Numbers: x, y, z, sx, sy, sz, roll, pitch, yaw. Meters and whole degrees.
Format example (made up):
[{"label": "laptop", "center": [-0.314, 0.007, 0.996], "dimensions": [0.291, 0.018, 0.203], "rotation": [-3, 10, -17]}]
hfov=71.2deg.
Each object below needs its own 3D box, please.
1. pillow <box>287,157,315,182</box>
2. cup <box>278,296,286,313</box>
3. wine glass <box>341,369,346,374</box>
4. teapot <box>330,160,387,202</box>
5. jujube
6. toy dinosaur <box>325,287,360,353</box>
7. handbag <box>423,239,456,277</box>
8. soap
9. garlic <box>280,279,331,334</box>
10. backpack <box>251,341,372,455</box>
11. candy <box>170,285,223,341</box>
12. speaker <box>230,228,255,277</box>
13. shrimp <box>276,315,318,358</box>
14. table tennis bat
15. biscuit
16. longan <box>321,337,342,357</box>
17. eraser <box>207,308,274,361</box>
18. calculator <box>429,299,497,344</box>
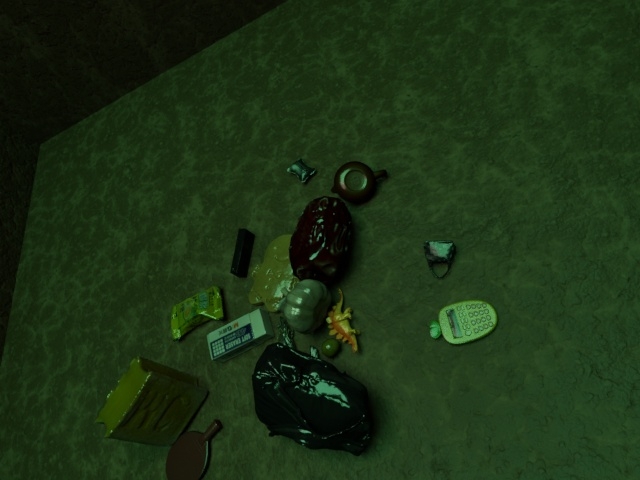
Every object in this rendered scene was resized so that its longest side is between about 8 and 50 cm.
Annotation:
[{"label": "pillow", "center": [-0.091, -0.336, 2.141], "dimensions": [0.136, 0.055, 0.091], "rotation": [40, 107, 37]}, {"label": "cup", "center": [-0.107, 0.285, 1.857], "dimensions": [0.099, 0.102, 0.074], "rotation": [36, 125, 33]}, {"label": "wine glass", "center": [0.012, 0.492, 1.672], "dimensions": [0.156, 0.072, 0.072], "rotation": [16, 75, 20]}, {"label": "teapot", "center": [0.166, -0.258, 1.938], "dimensions": [0.252, 0.135, 0.178], "rotation": [-18, 93, -2]}, {"label": "jujube", "center": [0.000, 0.000, 1.819], "dimensions": [0.259, 0.258, 0.376], "rotation": [-3, 71, 26]}, {"label": "toy dinosaur", "center": [0.077, 0.318, 1.741], "dimensions": [0.117, 0.070, 0.288], "rotation": [-31, 52, 12]}, {"label": "handbag", "center": [0.445, 0.072, 1.673], "dimensions": [0.115, 0.072, 0.139], "rotation": [-1, 80, 25]}, {"label": "soap", "center": [-0.671, 0.656, 1.795], "dimensions": [0.156, 0.335, 0.293], "rotation": [24, 76, 41]}, {"label": "garlic", "center": [-0.082, 0.243, 1.739], "dimensions": [0.212, 0.218, 0.218], "rotation": [19, 77, 35]}, {"label": "backpack", "center": [-0.029, 0.561, 1.536], "dimensions": [0.446, 0.363, 0.255], "rotation": [11, 37, 21]}, {"label": "candy", "center": [-0.574, 0.332, 2.057], "dimensions": [0.297, 0.081, 0.187], "rotation": [-26, 56, 14]}, {"label": "speaker", "center": [-0.362, 0.058, 2.076], "dimensions": [0.044, 0.082, 0.218], "rotation": [-4, 65, 26]}, {"label": "shrimp", "center": [-0.093, 0.431, 1.786], "dimensions": [0.169, 0.058, 0.295], "rotation": [-17, 63, 11]}, {"label": "table tennis bat", "center": [-0.513, 0.855, 1.806], "dimensions": [0.310, 0.038, 0.200], "rotation": [-49, 55, -1]}, {"label": "biscuit", "center": [-0.186, 0.136, 1.969], "dimensions": [0.275, 0.052, 0.354], "rotation": [19, 78, 32]}, {"label": "longan", "center": [0.044, 0.414, 1.713], "dimensions": [0.075, 0.083, 0.075], "rotation": [-60, 15, 27]}, {"label": "eraser", "center": [-0.344, 0.405, 1.904], "dimensions": [0.279, 0.081, 0.124], "rotation": [-29, 58, 13]}, {"label": "calculator", "center": [0.495, 0.286, 1.560], "dimensions": [0.235, 0.032, 0.146], "rotation": [-19, 60, 17]}]
